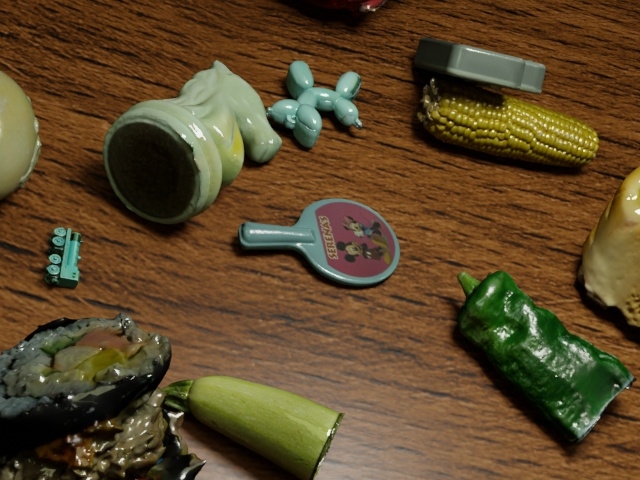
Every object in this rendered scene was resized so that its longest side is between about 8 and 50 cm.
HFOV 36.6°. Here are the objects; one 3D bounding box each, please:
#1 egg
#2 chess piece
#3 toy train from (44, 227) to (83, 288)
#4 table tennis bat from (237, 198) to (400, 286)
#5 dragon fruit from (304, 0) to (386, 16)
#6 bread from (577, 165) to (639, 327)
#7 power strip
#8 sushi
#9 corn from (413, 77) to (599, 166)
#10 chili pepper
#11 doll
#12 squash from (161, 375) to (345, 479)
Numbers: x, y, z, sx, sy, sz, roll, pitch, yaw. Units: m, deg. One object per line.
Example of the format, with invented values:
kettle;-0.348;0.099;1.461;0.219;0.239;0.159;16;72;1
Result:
egg;-0.453;-0.139;1.270;0.164;0.164;0.202;-5;58;-22
chess piece;-0.164;-0.154;1.399;0.175;0.176;0.298;31;37;9
toy train;-0.334;0.021;1.261;0.045;0.029;0.092;13;48;-18
table tennis bat;0.000;0.000;1.384;0.244;0.040;0.153;4;52;-21
dragon fruit;0.050;-0.547;1.689;0.295;0.296;0.302;25;64;3
bread;0.559;0.013;1.410;0.315;0.270;0.211;30;36;16
power strip;0.273;-0.284;1.596;0.193;0.059;0.265;11;12;-10
sushi;-0.250;0.210;1.038;0.238;0.219;0.225;-17;18;1
corn;0.308;-0.184;1.591;0.305;0.106;0.106;15;49;-10
chili pepper;0.286;0.140;1.322;0.136;0.099;0.270;-43;78;-13
doll;-0.010;-0.215;1.538;0.159;0.059;0.159;7;50;-15
squash;-0.091;0.213;1.157;0.224;0.094;0.094;18;48;7
